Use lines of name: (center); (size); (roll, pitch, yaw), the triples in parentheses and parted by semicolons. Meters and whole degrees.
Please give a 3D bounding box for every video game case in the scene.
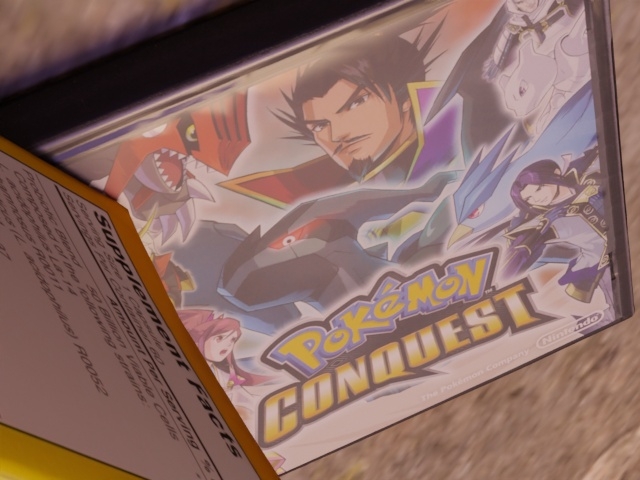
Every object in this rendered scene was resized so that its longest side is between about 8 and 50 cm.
video game case: (0.000, 0.000, 0.794); (0.275, 0.035, 0.248); (-23, 137, -8)

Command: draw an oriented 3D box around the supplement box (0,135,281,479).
supplement box: (-0.189, 0.056, 0.541); (0.195, 0.194, 0.356); (-42, 144, 12)
